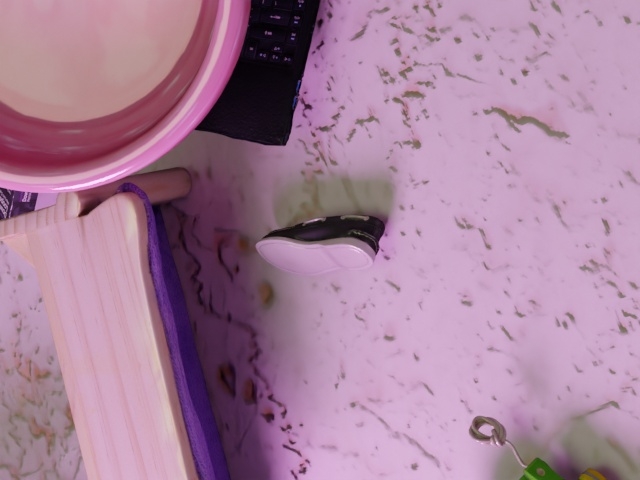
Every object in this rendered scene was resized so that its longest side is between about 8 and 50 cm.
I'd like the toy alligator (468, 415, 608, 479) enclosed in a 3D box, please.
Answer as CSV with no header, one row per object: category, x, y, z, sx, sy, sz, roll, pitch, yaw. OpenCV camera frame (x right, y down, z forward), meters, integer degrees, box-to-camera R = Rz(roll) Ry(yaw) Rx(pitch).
toy alligator,0.185,0.198,1.341,0.190,0.056,0.051,38,162,29

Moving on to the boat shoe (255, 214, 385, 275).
boat shoe,0.000,0.000,1.465,0.125,0.038,0.046,-6,137,47

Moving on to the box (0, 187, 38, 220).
box,-0.285,-0.098,1.673,0.116,0.029,0.162,48,128,46

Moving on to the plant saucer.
plant saucer,-0.206,-0.204,1.398,0.332,0.084,0.332,3,99,15

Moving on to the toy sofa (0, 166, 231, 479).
toy sofa,-0.135,0.125,1.533,0.177,0.150,0.362,-15,89,37

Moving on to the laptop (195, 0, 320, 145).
laptop,-0.123,-0.230,1.452,0.234,0.137,0.264,14,92,39
